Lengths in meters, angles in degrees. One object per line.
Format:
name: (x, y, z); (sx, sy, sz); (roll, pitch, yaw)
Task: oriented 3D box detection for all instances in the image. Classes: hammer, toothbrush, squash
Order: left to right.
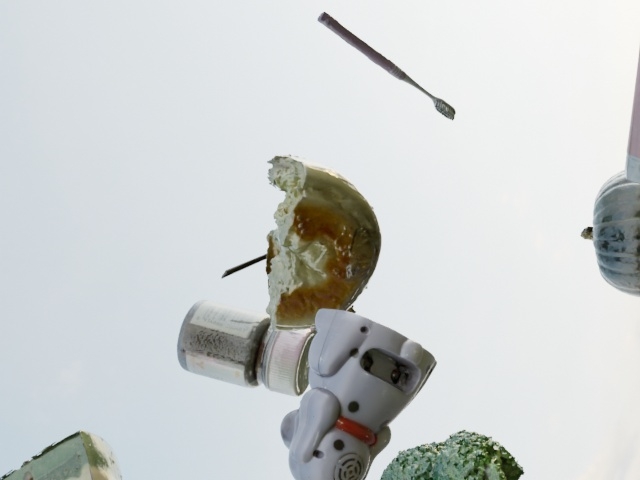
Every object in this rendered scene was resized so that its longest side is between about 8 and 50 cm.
hammer: (-0.128, 0.036, 1.753); (0.178, 0.021, 0.065); (-22, -34, -10)
toothbrush: (0.139, -0.345, 1.680); (0.354, 0.024, 0.029); (32, -141, -20)
squash: (0.513, -0.016, 1.322); (0.218, 0.172, 0.218); (10, -108, -35)

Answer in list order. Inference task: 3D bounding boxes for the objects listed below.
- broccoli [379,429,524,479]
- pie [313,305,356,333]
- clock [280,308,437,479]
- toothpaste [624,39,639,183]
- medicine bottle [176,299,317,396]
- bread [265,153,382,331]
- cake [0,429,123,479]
broccoli: (0.150, 0.318, 0.798); (0.270, 0.270, 0.270); (10, -90, -72)
pie: (0.013, 0.183, 1.854); (0.170, 0.092, 0.034); (-55, 11, 39)
clock: (0.034, 0.244, 1.179); (0.189, 0.189, 0.254); (41, -109, -53)
toothpaste: (0.371, -0.155, 0.924); (0.043, 0.067, 0.194); (-56, -28, -50)
medicine bottle: (-0.155, 0.232, 1.796); (0.165, 0.273, 0.165); (13, -90, -75)
bread: (0.004, -0.003, 1.408); (0.171, 0.192, 0.314); (-109, 18, -59)
cake: (-0.491, 0.499, 1.565); (0.283, 0.158, 0.172); (-31, -32, 10)
